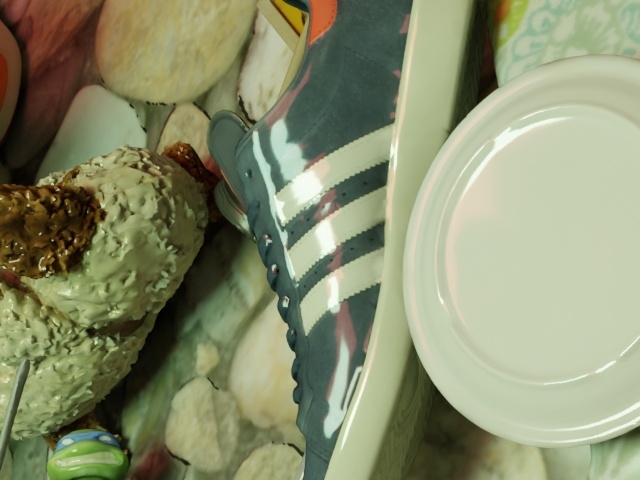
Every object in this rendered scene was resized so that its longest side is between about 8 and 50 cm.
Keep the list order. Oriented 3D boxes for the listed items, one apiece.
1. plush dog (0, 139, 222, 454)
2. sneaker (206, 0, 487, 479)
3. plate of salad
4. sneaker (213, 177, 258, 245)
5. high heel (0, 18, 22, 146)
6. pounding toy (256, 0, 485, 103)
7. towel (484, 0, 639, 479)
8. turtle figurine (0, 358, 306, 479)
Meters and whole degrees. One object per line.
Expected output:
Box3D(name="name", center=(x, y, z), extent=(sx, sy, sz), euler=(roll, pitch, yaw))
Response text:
Box3D(name="plush dog", center=(-0.169, 0.029, 1.203), extent=(0.210, 0.262, 0.225), euler=(47, 123, 12))
Box3D(name="sneaker", center=(0.000, 0.000, 1.022), extent=(0.148, 0.131, 0.350), euler=(8, 80, 12))
Box3D(name="plate of salad", center=(0.127, 0.005, 0.874), extent=(0.200, 0.048, 0.199), euler=(-11, 72, 37))
Box3D(name="sneaker", center=(-0.001, -0.017, 1.143), extent=(0.089, 0.051, 0.170), euler=(-54, 47, 15))
Box3D(name="high heel", center=(-0.320, -0.162, 1.549), extent=(0.117, 0.082, 0.244), euler=(124, 133, -57))
Box3D(name="pounding toy", center=(0.019, -0.147, 1.138), extent=(0.141, 0.100, 0.130), euler=(-53, 42, 17))
Box3D(name="towel", center=(0.244, -0.073, 0.879), extent=(0.320, 0.090, 0.374), euler=(-35, 50, 36))
Box3D(name="turtle figurine", center=(-0.126, 0.219, 1.062), extent=(0.275, 0.198, 0.266), euler=(-29, 59, 40))
